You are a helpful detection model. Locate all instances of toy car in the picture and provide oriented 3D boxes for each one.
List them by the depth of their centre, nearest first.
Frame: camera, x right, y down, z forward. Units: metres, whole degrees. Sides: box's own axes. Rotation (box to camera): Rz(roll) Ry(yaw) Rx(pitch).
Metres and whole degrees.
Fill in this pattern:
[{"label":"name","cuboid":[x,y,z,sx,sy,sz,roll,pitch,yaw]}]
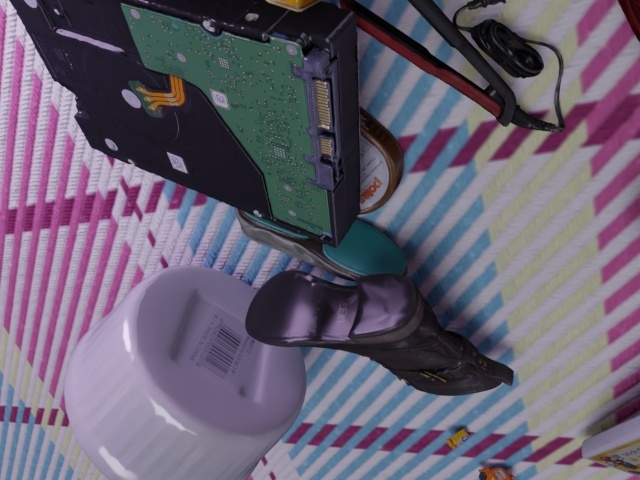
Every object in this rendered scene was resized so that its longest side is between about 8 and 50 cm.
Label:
[{"label":"toy car","cuboid":[0.227,0.310,0.757,0.041,0.060,0.122,-39,111,4]}]

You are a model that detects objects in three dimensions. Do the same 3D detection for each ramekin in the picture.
[{"label":"ramekin","cuboid":[-0.150,0.162,0.687,0.277,0.277,0.135,40,119,-5]}]

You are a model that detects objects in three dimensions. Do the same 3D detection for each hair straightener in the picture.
[{"label":"hair straightener","cuboid":[0.131,-0.161,0.455,0.231,0.047,0.089,28,121,-21]}]

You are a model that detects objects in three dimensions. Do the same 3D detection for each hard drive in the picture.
[{"label":"hard drive","cuboid":[-0.123,-0.138,0.530,0.339,0.064,0.236,23,149,21]}]

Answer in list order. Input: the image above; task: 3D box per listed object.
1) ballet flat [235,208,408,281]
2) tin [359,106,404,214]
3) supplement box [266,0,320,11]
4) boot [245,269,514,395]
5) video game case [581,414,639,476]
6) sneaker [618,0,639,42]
[{"label":"ballet flat","cuboid":[0.000,0.000,0.651,0.213,0.072,0.068,24,155,7]},{"label":"tin","cuboid":[0.002,-0.104,0.592,0.190,0.040,0.106,40,132,-6]},{"label":"supplement box","cuboid":[-0.039,-0.361,0.338,0.194,0.195,0.356,20,126,9]},{"label":"boot","cuboid":[0.064,0.126,0.653,0.263,0.091,0.229,-3,148,39]},{"label":"video game case","cuboid":[0.424,0.228,0.577,0.207,0.026,0.227,17,150,6]},{"label":"sneaker","cuboid":[0.292,-0.190,0.396,0.128,0.087,0.221,-26,121,25]}]
